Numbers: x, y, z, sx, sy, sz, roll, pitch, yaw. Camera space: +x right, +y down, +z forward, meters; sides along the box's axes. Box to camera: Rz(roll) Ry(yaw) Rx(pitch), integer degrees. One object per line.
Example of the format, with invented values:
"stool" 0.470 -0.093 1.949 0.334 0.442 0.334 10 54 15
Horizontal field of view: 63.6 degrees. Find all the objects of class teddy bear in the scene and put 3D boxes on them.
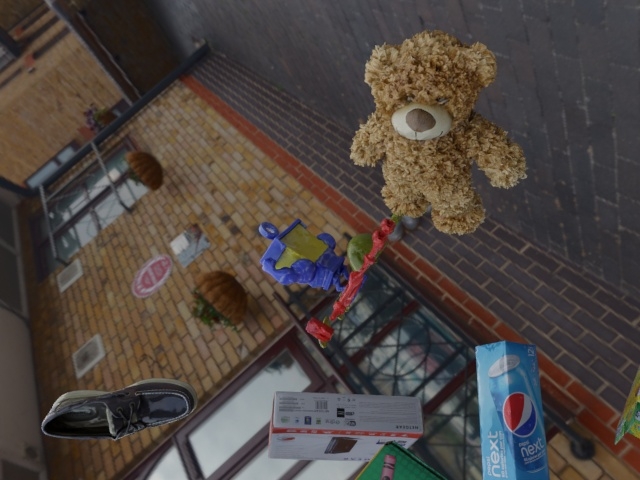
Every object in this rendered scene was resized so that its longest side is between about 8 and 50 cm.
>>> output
"teddy bear" 0.148 -0.115 0.717 0.245 0.113 0.338 36 159 11

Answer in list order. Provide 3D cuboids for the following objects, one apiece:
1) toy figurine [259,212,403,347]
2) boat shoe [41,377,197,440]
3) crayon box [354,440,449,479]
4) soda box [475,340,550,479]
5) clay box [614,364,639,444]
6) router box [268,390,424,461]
"toy figurine" 0.000 0.000 0.943 0.217 0.191 0.362 30 -149 7
"boat shoe" -0.382 0.332 0.985 0.092 0.285 0.103 -93 -1 -76
"crayon box" -0.002 0.307 0.376 0.081 0.278 0.166 27 135 31
"soda box" 0.292 0.266 0.793 0.067 0.210 0.071 11 157 -22
"clay box" 0.513 0.206 0.779 0.053 0.222 0.127 22 154 29
"router box" 0.046 0.457 1.244 0.301 0.335 0.082 101 171 -55
